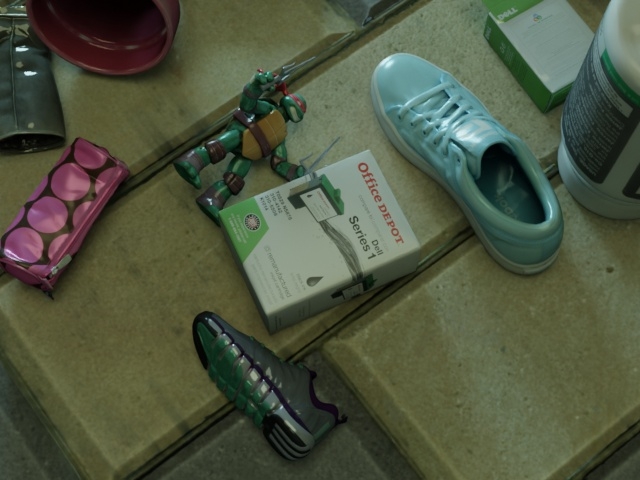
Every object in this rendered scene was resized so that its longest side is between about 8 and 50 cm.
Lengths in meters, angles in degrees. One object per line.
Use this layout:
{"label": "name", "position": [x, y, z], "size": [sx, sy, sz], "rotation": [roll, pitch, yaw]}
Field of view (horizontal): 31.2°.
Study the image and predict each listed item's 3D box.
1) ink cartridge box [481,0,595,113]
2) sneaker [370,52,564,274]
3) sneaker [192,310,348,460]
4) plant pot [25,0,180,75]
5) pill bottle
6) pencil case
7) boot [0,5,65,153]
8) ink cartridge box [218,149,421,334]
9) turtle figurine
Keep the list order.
{"label": "ink cartridge box", "position": [0.304, -0.294, 1.617], "size": [0.109, 0.062, 0.209], "rotation": [-30, 72, -12]}
{"label": "sneaker", "position": [0.202, -0.130, 1.505], "size": [0.135, 0.150, 0.366], "rotation": [-36, 73, -14]}
{"label": "sneaker", "position": [-0.067, 0.169, 1.440], "size": [0.098, 0.083, 0.223], "rotation": [-30, 73, -36]}
{"label": "plant pot", "position": [-0.282, -0.358, 1.576], "size": [0.201, 0.201, 0.180], "rotation": [8, 53, 2]}
{"label": "pill bottle", "position": [0.411, -0.169, 1.410], "size": [0.204, 0.361, 0.204], "rotation": [0, 69, -1]}
{"label": "pencil case", "position": [-0.332, -0.034, 1.494], "size": [0.098, 0.095, 0.209], "rotation": [13, 67, 42]}
{"label": "boot", "position": [-0.449, -0.220, 1.581], "size": [0.190, 0.076, 0.208], "rotation": [-5, 76, 0]}
{"label": "ink cartridge box", "position": [0.000, 0.000, 1.483], "size": [0.219, 0.092, 0.160], "rotation": [-24, 72, -9]}
{"label": "turtle figurine", "position": [-0.078, -0.134, 1.527], "size": [0.234, 0.118, 0.175], "rotation": [-41, 115, -13]}
